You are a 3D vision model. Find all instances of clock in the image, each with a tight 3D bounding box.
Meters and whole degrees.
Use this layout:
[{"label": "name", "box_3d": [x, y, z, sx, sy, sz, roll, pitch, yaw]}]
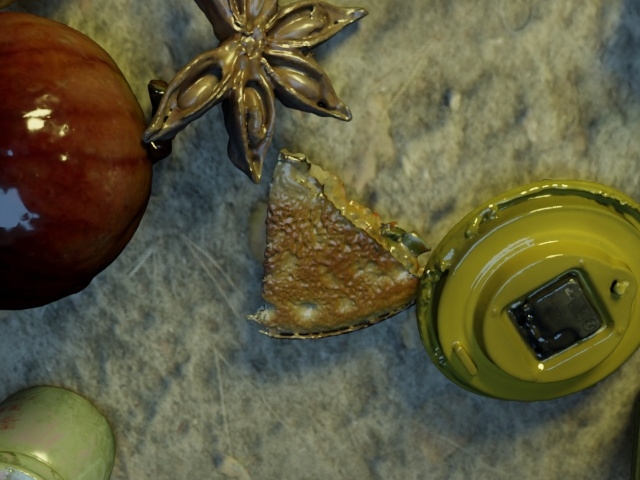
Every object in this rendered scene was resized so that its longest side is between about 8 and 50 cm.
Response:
[{"label": "clock", "box_3d": [0.202, 0.061, 0.702, 0.237, 0.057, 0.236, -2, 117, -5]}]

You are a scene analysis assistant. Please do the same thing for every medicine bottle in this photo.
[{"label": "medicine bottle", "box_3d": [-0.294, 0.242, 0.804, 0.147, 0.143, 0.147, 2, 113, 5]}]

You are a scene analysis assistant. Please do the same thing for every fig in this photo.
[{"label": "fig", "box_3d": [-0.230, -0.056, 0.632, 0.235, 0.235, 0.214, -37, 149, 19]}]

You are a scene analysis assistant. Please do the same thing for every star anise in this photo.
[{"label": "star anise", "box_3d": [-0.050, -0.147, 0.633, 0.172, 0.063, 0.207, 6, 86, -21]}]

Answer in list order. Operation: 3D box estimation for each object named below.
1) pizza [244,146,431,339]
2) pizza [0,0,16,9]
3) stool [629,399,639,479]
[{"label": "pizza", "box_3d": [0.000, 0.000, 0.715, 0.185, 0.052, 0.195, -17, 118, 8]}, {"label": "pizza", "box_3d": [-0.246, -0.370, 0.555, 0.278, 0.114, 0.408, 18, 112, -8]}, {"label": "stool", "box_3d": [0.370, 0.258, 0.600, 0.297, 0.330, 0.297, 14, 122, 23]}]
